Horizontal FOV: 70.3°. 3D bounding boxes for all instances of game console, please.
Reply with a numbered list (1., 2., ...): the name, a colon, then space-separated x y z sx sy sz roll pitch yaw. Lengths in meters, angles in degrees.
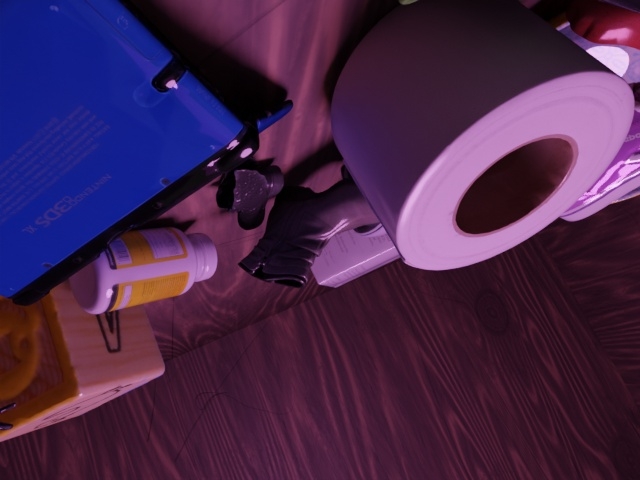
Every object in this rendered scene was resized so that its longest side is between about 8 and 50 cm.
1. game console: -0.199 -0.084 0.404 0.293 0.173 0.250 -30 136 19

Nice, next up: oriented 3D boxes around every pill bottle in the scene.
1. pill bottle: -0.242 0.035 0.640 0.103 0.103 0.184 -34 165 37

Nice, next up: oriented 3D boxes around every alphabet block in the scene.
1. alphabet block: -0.383 0.156 0.666 0.192 0.194 0.197 -28 168 8

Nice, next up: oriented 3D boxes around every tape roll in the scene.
1. tape roll: 0.152 -0.108 0.472 0.246 0.169 0.246 -17 144 -13

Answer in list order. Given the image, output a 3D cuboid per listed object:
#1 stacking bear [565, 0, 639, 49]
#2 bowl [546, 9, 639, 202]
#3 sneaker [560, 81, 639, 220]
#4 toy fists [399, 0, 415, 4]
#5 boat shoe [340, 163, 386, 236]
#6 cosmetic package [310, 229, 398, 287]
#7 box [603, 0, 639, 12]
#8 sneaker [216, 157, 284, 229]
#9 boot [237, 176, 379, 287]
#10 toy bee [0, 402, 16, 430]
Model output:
1. stacking bear: 0.346 -0.286 0.332 0.164 0.175 0.289 -50 162 -13
2. bowl: 0.373 -0.205 0.639 0.289 0.289 0.156 -33 -152 35
3. sneaker: 0.341 -0.144 0.528 0.282 0.161 0.102 -49 -165 41
4. toy fists: 0.105 -0.218 0.273 0.279 0.096 0.142 -20 168 -30
5. boat shoe: 0.086 -0.109 0.709 0.119 0.121 0.335 -12 153 -22
6. cosmetic package: 0.153 -0.047 0.969 0.384 0.156 0.217 -27 168 5
7. box: 0.094 -0.218 0.080 0.293 0.073 0.296 -13 142 -37
8. sneaker: -0.110 -0.061 0.631 0.089 0.051 0.170 -16 160 -36
9. boot: 0.000 0.000 0.655 0.246 0.161 0.083 -1 146 40
10. toy bee: -0.462 0.102 0.458 0.298 0.162 0.195 10 161 -26
